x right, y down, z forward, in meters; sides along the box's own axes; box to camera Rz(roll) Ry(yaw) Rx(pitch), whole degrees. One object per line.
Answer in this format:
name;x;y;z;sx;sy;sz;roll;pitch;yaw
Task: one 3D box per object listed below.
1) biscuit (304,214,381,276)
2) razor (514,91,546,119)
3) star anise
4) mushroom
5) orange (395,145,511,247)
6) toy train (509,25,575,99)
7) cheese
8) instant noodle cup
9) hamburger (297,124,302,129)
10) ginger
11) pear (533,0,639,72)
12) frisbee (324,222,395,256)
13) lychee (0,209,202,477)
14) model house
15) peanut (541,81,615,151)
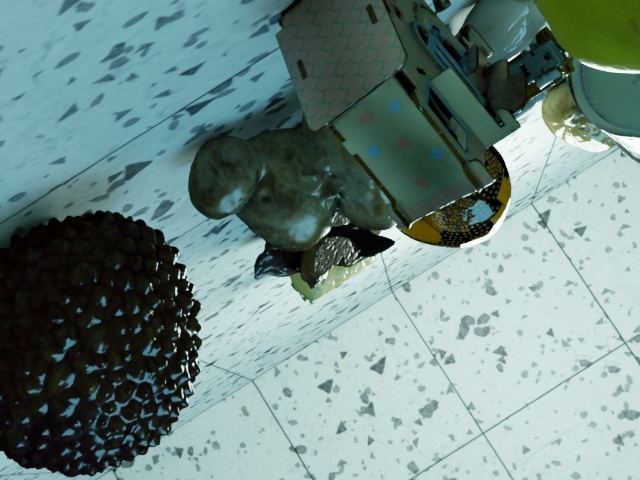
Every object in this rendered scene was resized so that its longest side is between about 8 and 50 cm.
biscuit;0.056;-0.070;1.991;0.290;0.041;0.208;-56;147;-15
razor;0.331;-0.212;2.442;0.232;0.068;0.106;-35;171;-10
star anise;-0.003;0.003;2.241;0.214;0.099;0.220;-6;-156;21
mushroom;0.226;-0.278;1.751;0.212;0.088;0.097;-35;-157;46
orange;0.207;-0.093;2.162;0.182;0.234;0.234;-49;-179;-36
toy train;0.308;-0.259;2.083;0.219;0.089;0.127;-34;180;3
cheese;0.027;0.046;2.621;0.167;0.094;0.123;-29;167;-21
instant noodle cup;0.582;-0.288;2.197;0.340;0.340;0.266;-37;158;25
hamburger;0.059;-0.121;1.822;0.283;0.144;0.156;-18;179;6
ginger;-0.013;-0.088;1.653;0.304;0.155;0.244;-27;136;-3
pear;0.355;-0.337;1.161;0.418;0.362;0.362;-34;171;39
frisbee;0.052;-0.024;1.780;0.211;0.012;0.187;5;-154;41
lychee;-0.285;0.123;1.536;0.306;0.306;0.330;-24;143;-38
model house;0.084;-0.199;1.395;0.169;0.244;0.326;-37;-160;26
peanut;0.562;-0.263;2.606;0.143;0.159;0.291;-6;-168;46
